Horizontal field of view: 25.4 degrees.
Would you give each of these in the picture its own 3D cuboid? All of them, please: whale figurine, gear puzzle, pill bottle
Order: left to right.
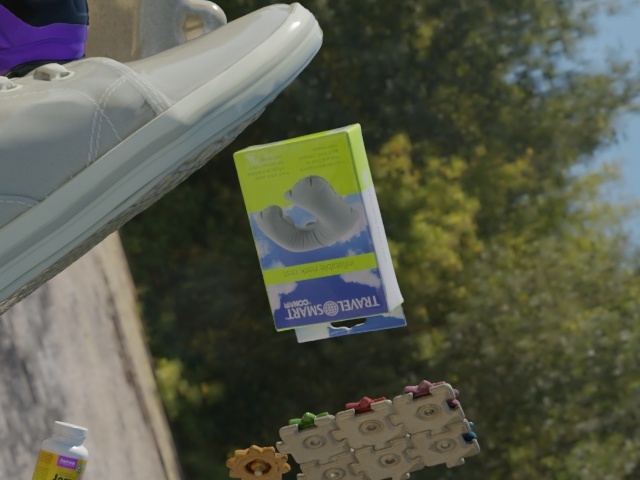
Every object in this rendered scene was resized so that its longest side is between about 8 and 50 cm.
[{"bbox_3d":[-0.232,0.204,1.257,0.043,0.043,0.083,114,-10,-83],"label":"pill bottle"},{"bbox_3d":[-0.172,-0.230,1.232,0.272,0.216,0.141,-63,176,4],"label":"whale figurine"},{"bbox_3d":[0.037,0.273,1.914,0.044,0.339,0.175,-95,163,-45],"label":"gear puzzle"}]

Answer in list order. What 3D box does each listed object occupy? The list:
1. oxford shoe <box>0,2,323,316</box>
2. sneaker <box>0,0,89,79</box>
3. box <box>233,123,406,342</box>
[{"bbox_3d":[-0.173,-0.040,0.799,0.130,0.449,0.169,53,-30,0],"label":"oxford shoe"},{"bbox_3d":[-0.284,-0.158,0.934,0.102,0.293,0.146,37,-58,42],"label":"sneaker"},{"bbox_3d":[0.000,0.000,1.195,0.042,0.109,0.178,-34,112,-66],"label":"box"}]
